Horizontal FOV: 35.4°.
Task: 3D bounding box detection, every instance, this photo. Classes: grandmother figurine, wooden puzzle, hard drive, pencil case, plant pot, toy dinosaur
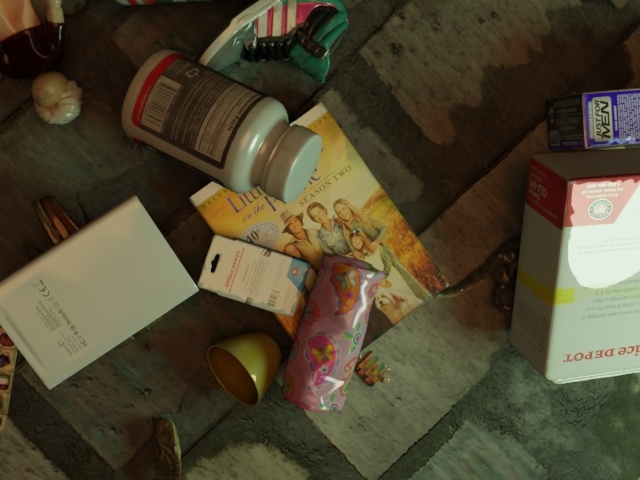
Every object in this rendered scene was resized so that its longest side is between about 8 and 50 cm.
[{"bbox_3d":[-0.521,-0.356,1.733,0.104,0.207,0.343,-45,112,-47],"label":"grandmother figurine"},{"bbox_3d":[0.098,0.245,1.918,0.049,0.006,0.083,-43,97,-4],"label":"wooden puzzle"},{"bbox_3d":[-0.393,0.088,1.725,0.307,0.040,0.203,-34,107,-8],"label":"hard drive"},{"bbox_3d":[0.021,0.168,1.790,0.124,0.124,0.284,16,93,-8],"label":"pencil case"},{"bbox_3d":[-0.128,0.221,1.836,0.095,0.134,0.134,-37,98,-33],"label":"plant pot"},{"bbox_3d":[0.354,0.068,1.921,0.268,0.064,0.118,-36,94,0],"label":"toy dinosaur"}]

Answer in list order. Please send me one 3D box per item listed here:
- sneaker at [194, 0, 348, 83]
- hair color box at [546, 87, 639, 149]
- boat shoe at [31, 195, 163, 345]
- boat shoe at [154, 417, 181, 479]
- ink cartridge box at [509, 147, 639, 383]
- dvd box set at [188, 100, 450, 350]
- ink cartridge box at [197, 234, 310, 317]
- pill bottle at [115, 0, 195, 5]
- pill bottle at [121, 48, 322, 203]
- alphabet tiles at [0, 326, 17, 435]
[{"bbox_3d":[-0.065,-0.346,1.811,0.295,0.124,0.178,-37,88,-6],"label":"sneaker"},{"bbox_3d":[0.615,-0.233,1.873,0.338,0.185,0.110,-4,95,-7],"label":"hair color box"},{"bbox_3d":[-0.394,0.037,1.796,0.104,0.110,0.307,-34,107,-8],"label":"boat shoe"},{"bbox_3d":[-0.279,0.395,1.854,0.050,0.045,0.136,-1,91,2],"label":"boat shoe"},{"bbox_3d":[0.512,0.040,1.815,0.279,0.160,0.385,-5,113,-16],"label":"ink cartridge box"},{"bbox_3d":[0.000,0.000,1.863,0.307,0.062,0.420,-36,97,-4],"label":"dvd box set"},{"bbox_3d":[-0.119,0.059,1.790,0.180,0.060,0.104,19,94,-6],"label":"ink cartridge box"},{"bbox_3d":[-0.267,-0.511,1.713,0.362,0.210,0.210,-3,94,4],"label":"pill bottle"},{"bbox_3d":[-0.165,-0.188,1.725,0.318,0.176,0.176,27,89,13],"label":"pill bottle"},{"bbox_3d":[-0.676,0.241,1.811,0.237,0.009,0.198,9,92,-8],"label":"alphabet tiles"}]
